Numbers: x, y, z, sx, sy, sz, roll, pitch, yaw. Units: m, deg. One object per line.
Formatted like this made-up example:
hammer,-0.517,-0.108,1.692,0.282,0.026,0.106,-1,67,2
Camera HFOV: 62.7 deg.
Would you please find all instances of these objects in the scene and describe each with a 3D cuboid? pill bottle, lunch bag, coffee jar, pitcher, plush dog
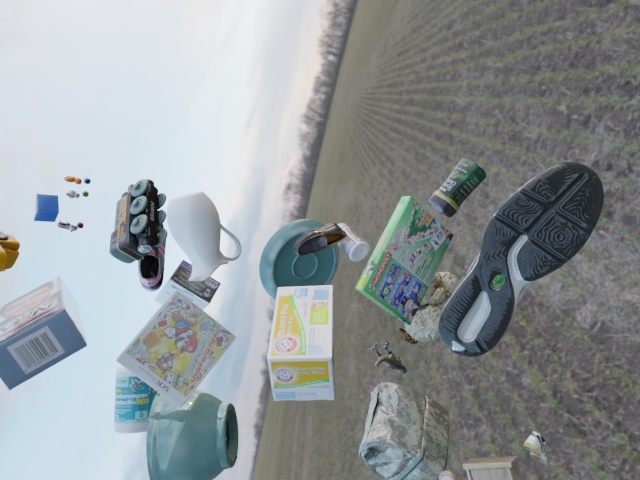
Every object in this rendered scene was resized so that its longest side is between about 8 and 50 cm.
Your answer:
pill bottle,-0.628,0.515,1.802,0.146,0.146,0.264,111,156,-78
lunch bag,0.268,0.639,1.743,0.213,0.256,0.305,-56,2,33
coffee jar,0.429,-0.163,1.657,0.184,0.079,0.096,-51,34,3
pitcher,-0.290,-0.022,1.335,0.177,0.125,0.207,-30,-71,-48
plush dog,0.342,0.225,1.744,0.210,0.262,0.226,33,-141,-54
pill bottle,0.098,0.003,1.775,0.137,0.078,0.078,49,135,44

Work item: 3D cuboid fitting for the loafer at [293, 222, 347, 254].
loafer,0.000,0.000,1.497,0.061,0.170,0.062,30,139,45

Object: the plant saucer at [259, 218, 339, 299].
plant saucer,-0.061,0.083,1.836,0.043,0.317,0.318,33,114,54

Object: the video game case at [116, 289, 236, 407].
video game case,-0.368,0.277,1.355,0.227,0.206,0.026,-52,13,-14

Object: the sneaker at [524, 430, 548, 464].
sneaker,0.394,0.372,0.941,0.037,0.031,0.083,-52,-50,-20

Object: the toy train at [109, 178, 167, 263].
toy train,-0.665,-0.076,1.904,0.142,0.190,0.334,44,-155,-48

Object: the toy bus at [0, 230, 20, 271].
toy bus,-0.939,0.034,1.342,0.108,0.130,0.332,-56,-26,9

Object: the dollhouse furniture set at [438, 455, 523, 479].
dollhouse furniture set,0.277,0.567,1.022,0.303,0.355,0.174,-24,75,39

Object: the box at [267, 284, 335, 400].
box,-0.029,0.184,0.968,0.203,0.114,0.103,-89,-5,-58

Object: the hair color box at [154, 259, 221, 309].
hair color box,-0.562,0.217,2.200,0.339,0.185,0.110,-35,24,57

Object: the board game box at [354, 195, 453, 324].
board game box,0.254,0.059,1.555,0.046,0.213,0.317,3,59,59

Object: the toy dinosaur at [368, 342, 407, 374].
toy dinosaur,0.253,0.447,2.004,0.064,0.268,0.118,-45,53,12

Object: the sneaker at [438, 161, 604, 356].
sneaker,0.409,0.025,1.141,0.448,0.169,0.257,-57,-8,15

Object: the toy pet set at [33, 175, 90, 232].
toy pet set,-0.569,-0.079,1.165,0.065,0.114,0.122,28,109,49

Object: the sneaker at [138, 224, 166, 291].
sneaker,-0.643,0.028,2.002,0.131,0.112,0.319,134,129,-70

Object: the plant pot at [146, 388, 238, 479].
plant pot,-0.342,0.555,1.483,0.293,0.196,0.293,-6,-90,-88

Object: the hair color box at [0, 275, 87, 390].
hair color box,-0.720,0.218,1.337,0.374,0.185,0.114,16,133,61
